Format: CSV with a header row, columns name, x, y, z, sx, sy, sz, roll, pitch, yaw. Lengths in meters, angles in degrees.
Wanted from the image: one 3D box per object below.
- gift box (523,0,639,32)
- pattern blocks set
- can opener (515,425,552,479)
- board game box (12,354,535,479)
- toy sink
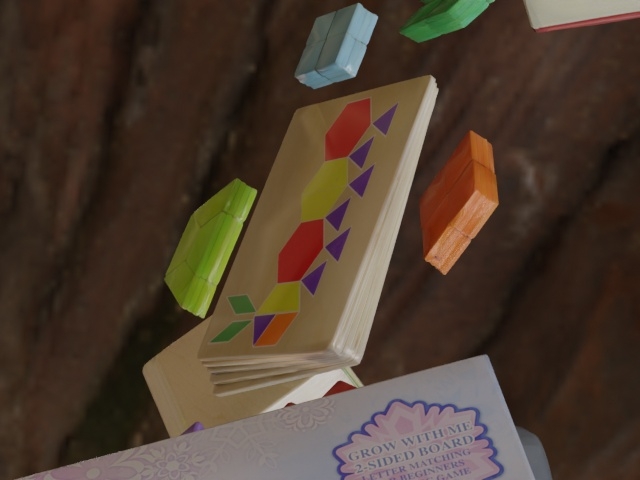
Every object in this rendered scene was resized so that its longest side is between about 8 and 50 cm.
name,x,y,z,sx,sy,sz,roll,pitch,yaw
gift box,0.149,-0.225,0.630,0.255,0.276,0.258,-68,144,-47
pattern blocks set,0.000,0.000,1.047,0.285,0.026,0.325,4,-114,59
can opener,0.065,0.230,0.905,0.074,0.093,0.280,18,-82,53
board game box,-0.043,0.209,0.707,0.318,0.318,0.066,-108,-175,-48
toy sink,0.004,0.162,1.306,0.234,0.131,0.153,55,0,-27
